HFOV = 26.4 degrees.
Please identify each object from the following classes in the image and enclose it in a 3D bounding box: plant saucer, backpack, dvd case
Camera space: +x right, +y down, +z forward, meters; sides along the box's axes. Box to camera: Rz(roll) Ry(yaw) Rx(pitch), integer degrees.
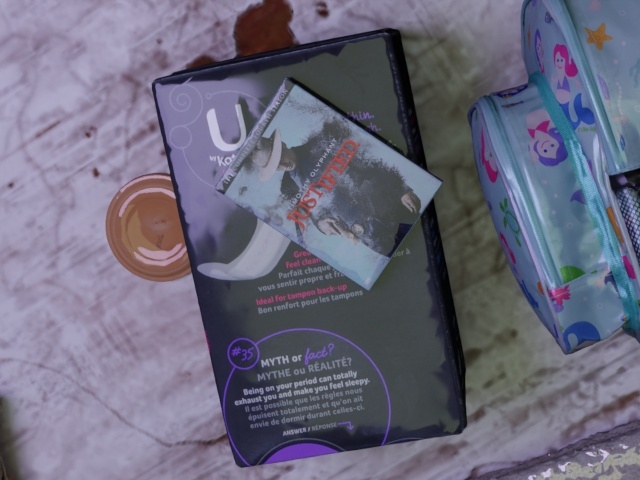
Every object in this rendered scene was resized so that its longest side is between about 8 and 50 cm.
[{"bbox_3d":[-0.123,-0.009,1.034,0.083,0.013,0.083,2,102,8],"label":"plant saucer"},{"bbox_3d":[0.198,-0.053,0.878,0.191,0.225,0.254,-12,95,5],"label":"backpack"},{"bbox_3d":[0.005,-0.035,0.866,0.119,0.013,0.087,35,101,-1],"label":"dvd case"}]

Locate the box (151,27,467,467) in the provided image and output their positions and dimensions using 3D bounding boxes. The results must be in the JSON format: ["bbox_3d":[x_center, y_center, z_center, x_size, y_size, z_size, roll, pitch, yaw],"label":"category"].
[{"bbox_3d":[0.000,0.000,0.953,0.165,0.143,0.270,-10,99,7],"label":"box"}]

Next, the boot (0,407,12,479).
[{"bbox_3d":[-0.240,0.222,1.056,0.262,0.095,0.203,1,101,14],"label":"boot"}]

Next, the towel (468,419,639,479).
[{"bbox_3d":[0.226,0.233,1.020,0.282,0.049,0.187,-23,98,11],"label":"towel"}]
